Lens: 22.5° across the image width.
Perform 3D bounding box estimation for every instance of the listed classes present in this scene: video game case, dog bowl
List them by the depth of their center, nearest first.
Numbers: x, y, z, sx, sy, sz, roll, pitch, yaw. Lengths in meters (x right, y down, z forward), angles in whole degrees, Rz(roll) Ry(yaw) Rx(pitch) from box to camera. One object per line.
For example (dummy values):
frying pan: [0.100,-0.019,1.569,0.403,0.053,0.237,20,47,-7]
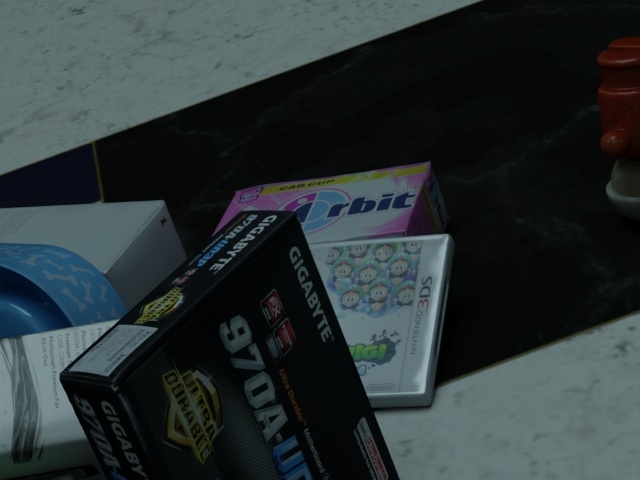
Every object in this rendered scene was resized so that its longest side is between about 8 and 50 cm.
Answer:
video game case: [0.015,0.061,1.194,0.157,0.019,0.143,-4,52,22]
dog bowl: [-0.267,0.077,1.253,0.297,0.166,0.074,2,23,34]

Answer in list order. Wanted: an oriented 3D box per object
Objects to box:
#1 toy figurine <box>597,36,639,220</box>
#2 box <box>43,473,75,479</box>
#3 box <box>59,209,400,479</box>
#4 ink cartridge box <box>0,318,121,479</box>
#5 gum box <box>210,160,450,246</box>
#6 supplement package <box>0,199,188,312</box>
toy figurine: [0.319,-0.071,1.174,0.209,0.148,0.213,-17,26,-8]
box: [-0.190,0.218,1.009,0.101,0.102,0.087,-14,31,8]
box: [-0.046,0.119,0.972,0.051,0.220,0.175,4,35,41]
ink cartridge box: [-0.184,0.129,1.067,0.203,0.148,0.086,-9,61,-1]
gum box: [0.000,0.000,1.315,0.188,0.062,0.107,-8,31,21]
supplement package: [-0.206,0.039,1.329,0.179,0.105,0.105,-2,32,30]
